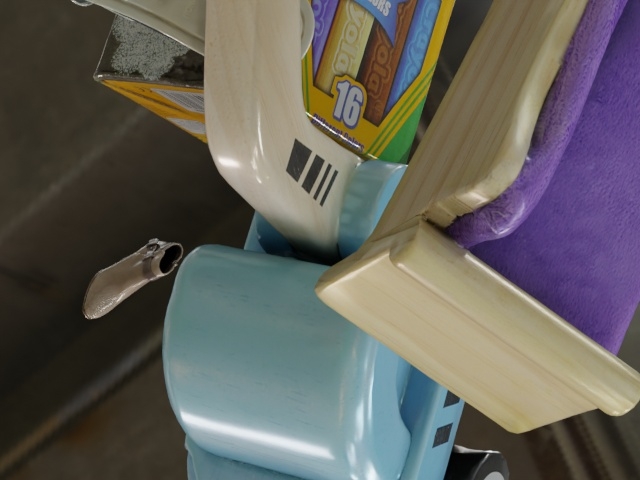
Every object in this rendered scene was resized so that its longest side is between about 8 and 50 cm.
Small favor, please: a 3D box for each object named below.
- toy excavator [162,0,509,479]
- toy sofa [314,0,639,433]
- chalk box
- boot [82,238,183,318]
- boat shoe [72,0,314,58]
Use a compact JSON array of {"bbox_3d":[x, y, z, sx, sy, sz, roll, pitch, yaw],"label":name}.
[{"bbox_3d":[0.000,0.000,1.112,0.222,0.445,0.433,12,-101,26],"label":"toy excavator"},{"bbox_3d":[0.161,-0.086,0.928,0.177,0.150,0.362,-30,-152,57],"label":"toy sofa"},{"bbox_3d":[-0.012,-0.214,1.277,0.180,0.179,0.289,10,-104,41],"label":"chalk box"},{"bbox_3d":[-0.209,0.041,1.902,0.087,0.042,0.118,-13,-148,38],"label":"boot"},{"bbox_3d":[-0.120,-0.186,1.056,0.095,0.254,0.079,-64,-163,2],"label":"boat shoe"}]
